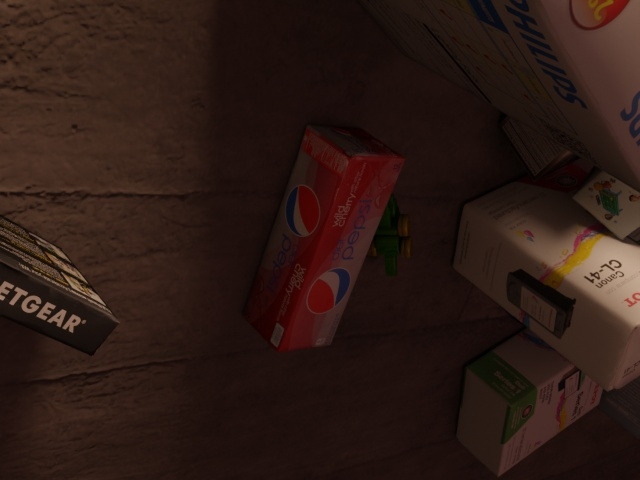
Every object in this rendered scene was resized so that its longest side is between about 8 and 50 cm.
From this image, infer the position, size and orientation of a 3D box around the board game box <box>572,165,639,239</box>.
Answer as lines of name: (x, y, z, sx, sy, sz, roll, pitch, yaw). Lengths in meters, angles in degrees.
board game box: (0.481, -0.165, 1.113, 0.224, 0.097, 0.303, -49, 178, -34)

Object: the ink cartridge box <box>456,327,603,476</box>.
ink cartridge box: (0.390, 0.263, 1.583, 0.278, 0.117, 0.201, -26, 136, -27)

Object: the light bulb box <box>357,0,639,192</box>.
light bulb box: (0.178, -0.267, 0.765, 0.225, 0.361, 0.358, -52, 141, 3)

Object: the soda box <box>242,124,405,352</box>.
soda box: (0.000, 0.000, 1.031, 0.092, 0.083, 0.263, -2, 122, -42)

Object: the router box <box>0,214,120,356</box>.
router box: (-0.271, 0.020, 0.751, 0.046, 0.133, 0.179, -51, 141, 0)

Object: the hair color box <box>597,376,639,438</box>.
hair color box: (0.670, 0.175, 1.641, 0.185, 0.113, 0.375, -15, 129, -35)

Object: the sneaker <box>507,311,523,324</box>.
sneaker: (0.358, 0.105, 1.446, 0.081, 0.090, 0.232, -50, 141, 0)

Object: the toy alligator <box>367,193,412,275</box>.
toy alligator: (0.085, -0.032, 1.116, 0.190, 0.056, 0.051, 77, 20, -44)

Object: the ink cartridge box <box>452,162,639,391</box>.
ink cartridge box: (0.373, 0.035, 1.234, 0.226, 0.306, 0.131, -24, 135, -29)

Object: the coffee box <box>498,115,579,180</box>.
coffee box: (0.354, -0.192, 1.112, 0.141, 0.098, 0.246, -26, 167, -25)
